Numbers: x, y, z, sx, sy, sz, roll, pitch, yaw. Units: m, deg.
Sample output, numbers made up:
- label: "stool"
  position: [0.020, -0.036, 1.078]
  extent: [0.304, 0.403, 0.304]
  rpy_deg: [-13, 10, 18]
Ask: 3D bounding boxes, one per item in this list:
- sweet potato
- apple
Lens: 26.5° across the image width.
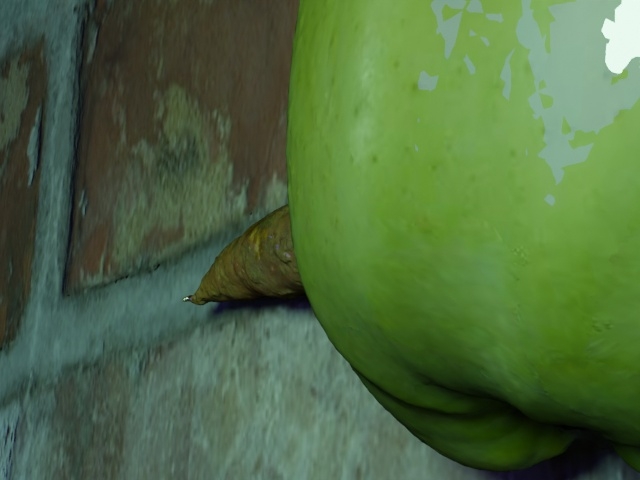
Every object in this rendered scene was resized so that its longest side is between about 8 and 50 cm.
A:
- label: "sweet potato"
  position: [0.000, 0.000, 0.828]
  extent: [0.314, 0.072, 0.066]
  rpy_deg: [-17, 49, 49]
- label: "apple"
  position: [0.139, -0.069, 0.608]
  extent: [0.320, 0.312, 0.360]
  rpy_deg: [98, -173, -81]
